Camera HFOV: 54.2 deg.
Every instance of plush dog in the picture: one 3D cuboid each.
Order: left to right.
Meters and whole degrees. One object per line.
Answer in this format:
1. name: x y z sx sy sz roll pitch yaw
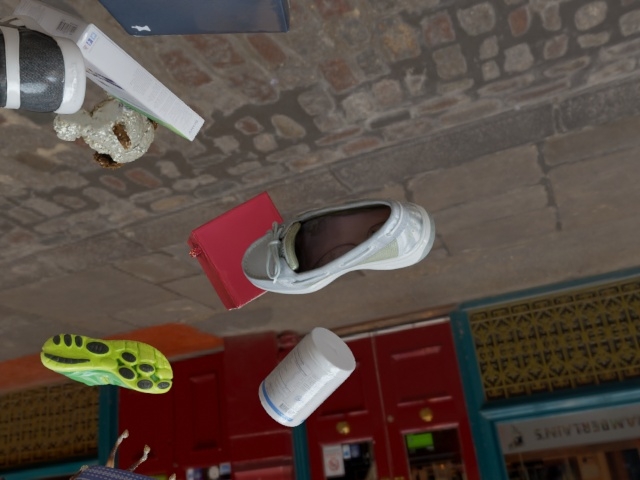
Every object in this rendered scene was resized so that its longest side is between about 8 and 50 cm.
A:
1. plush dog: -0.514 -0.288 1.630 0.262 0.211 0.225 -42 166 -3

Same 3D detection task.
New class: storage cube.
1. storage cube: -0.170 0.030 1.416 0.214 0.193 0.183 -31 -179 -17

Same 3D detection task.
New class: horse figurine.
1. horse figurine: -0.383 0.519 1.269 0.174 0.263 0.066 -49 167 -11

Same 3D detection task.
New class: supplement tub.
1. supplement tub: -0.017 0.163 0.745 0.107 0.071 0.071 -48 143 19

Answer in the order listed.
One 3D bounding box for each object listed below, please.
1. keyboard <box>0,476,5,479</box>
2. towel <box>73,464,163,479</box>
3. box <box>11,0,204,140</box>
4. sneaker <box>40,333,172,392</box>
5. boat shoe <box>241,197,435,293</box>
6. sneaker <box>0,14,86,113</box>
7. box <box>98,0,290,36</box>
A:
1. keyboard: -0.504 0.360 0.822 0.180 0.108 0.023 -17 -155 -12
2. towel: -0.241 0.392 0.813 0.243 0.040 0.336 17 179 -3
3. box: -0.398 -0.323 1.202 0.232 0.059 0.322 30 174 32
4. sneaker: -0.485 0.282 1.443 0.295 0.110 0.123 18 155 -14
5. boat shoe: 0.001 0.002 0.885 0.320 0.118 0.103 -10 157 37
6. sneaker: -0.292 -0.153 0.516 0.121 0.079 0.216 -6 -161 -42
7. box: -0.201 -0.590 0.835 0.297 0.473 0.480 1 178 2
